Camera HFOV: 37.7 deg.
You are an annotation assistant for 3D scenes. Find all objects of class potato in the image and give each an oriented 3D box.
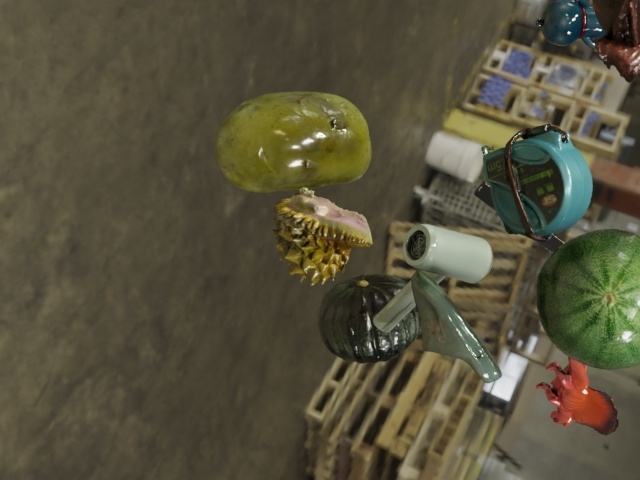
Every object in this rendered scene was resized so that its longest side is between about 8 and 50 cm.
[{"bbox_3d":[-0.026,-0.152,1.460,0.271,0.111,0.160,-5,100,-24],"label":"potato"}]

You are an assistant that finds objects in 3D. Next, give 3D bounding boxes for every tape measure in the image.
[{"bbox_3d":[0.275,-0.071,1.184,0.081,0.125,0.146,-10,85,-41],"label":"tape measure"}]

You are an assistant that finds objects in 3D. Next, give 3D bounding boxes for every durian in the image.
[{"bbox_3d":[-0.009,-0.007,1.289,0.078,0.224,0.140,7,88,-31],"label":"durian"}]

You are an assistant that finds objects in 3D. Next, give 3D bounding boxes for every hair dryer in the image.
[{"bbox_3d":[0.146,0.067,1.470,0.131,0.073,0.236,13,136,-33],"label":"hair dryer"}]

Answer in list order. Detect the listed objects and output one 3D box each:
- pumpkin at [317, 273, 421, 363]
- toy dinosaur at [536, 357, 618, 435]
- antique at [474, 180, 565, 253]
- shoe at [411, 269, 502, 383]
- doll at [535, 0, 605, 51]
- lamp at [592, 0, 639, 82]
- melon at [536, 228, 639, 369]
[{"bbox_3d":[0.101,0.154,1.890,0.220,0.220,0.162,-43,124,-54],"label":"pumpkin"},{"bbox_3d":[0.437,0.245,1.531,0.070,0.139,0.286,-29,150,-23],"label":"toy dinosaur"},{"bbox_3d":[0.354,-0.038,1.653,0.031,0.192,0.015,-51,-170,18],"label":"antique"},{"bbox_3d":[0.181,0.137,1.355,0.078,0.195,0.079,-40,-178,6],"label":"shoe"},{"bbox_3d":[0.495,-0.425,1.829,0.085,0.151,0.114,-104,-168,-82],"label":"doll"},{"bbox_3d":[0.486,-0.369,1.436,0.215,0.151,0.223,-30,155,-47],"label":"lamp"},{"bbox_3d":[0.374,0.074,1.209,0.287,0.182,0.182,-1,112,-65],"label":"melon"}]
